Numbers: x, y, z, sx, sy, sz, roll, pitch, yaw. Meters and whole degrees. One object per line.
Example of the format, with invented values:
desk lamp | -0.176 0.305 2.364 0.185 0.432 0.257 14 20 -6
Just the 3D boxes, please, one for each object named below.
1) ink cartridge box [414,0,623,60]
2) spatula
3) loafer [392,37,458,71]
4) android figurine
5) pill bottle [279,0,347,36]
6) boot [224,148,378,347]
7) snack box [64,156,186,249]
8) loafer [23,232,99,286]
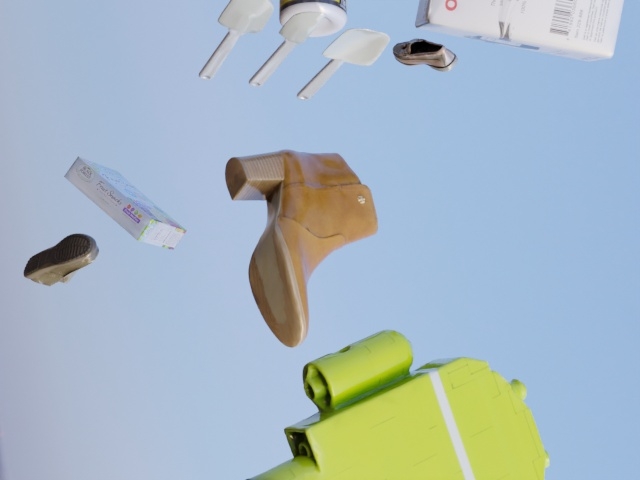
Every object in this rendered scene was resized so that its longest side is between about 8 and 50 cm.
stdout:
ink cartridge box | 0.305 -0.400 1.653 0.121 0.289 0.211 -130 -130 -81
spatula | -0.039 -0.199 1.187 0.242 0.168 0.019 147 -49 -68
loafer | 0.151 -0.282 1.627 0.125 0.045 0.039 24 -19 47
android figurine | 0.075 0.195 0.878 0.056 0.272 0.248 -18 -86 61
pill bottle | -0.012 -0.407 1.648 0.103 0.103 0.184 139 -48 -70
boot | -0.001 0.000 1.525 0.104 0.211 0.295 -42 -121 47
snack box | -0.252 -0.047 1.425 0.141 0.037 0.100 38 4 20
loafer | -0.381 0.031 1.648 0.148 0.050 0.056 -16 -130 34
